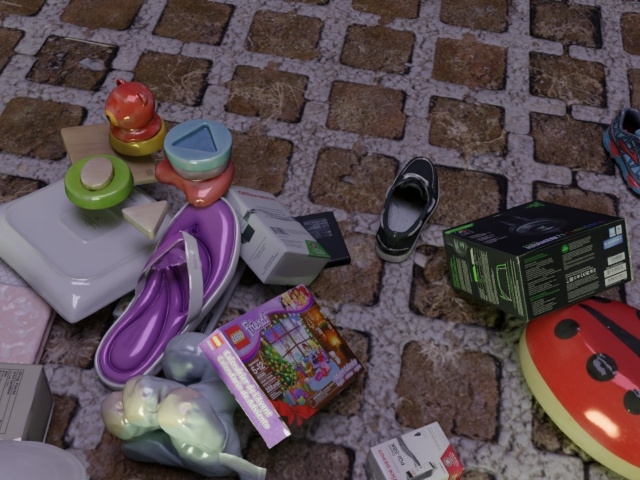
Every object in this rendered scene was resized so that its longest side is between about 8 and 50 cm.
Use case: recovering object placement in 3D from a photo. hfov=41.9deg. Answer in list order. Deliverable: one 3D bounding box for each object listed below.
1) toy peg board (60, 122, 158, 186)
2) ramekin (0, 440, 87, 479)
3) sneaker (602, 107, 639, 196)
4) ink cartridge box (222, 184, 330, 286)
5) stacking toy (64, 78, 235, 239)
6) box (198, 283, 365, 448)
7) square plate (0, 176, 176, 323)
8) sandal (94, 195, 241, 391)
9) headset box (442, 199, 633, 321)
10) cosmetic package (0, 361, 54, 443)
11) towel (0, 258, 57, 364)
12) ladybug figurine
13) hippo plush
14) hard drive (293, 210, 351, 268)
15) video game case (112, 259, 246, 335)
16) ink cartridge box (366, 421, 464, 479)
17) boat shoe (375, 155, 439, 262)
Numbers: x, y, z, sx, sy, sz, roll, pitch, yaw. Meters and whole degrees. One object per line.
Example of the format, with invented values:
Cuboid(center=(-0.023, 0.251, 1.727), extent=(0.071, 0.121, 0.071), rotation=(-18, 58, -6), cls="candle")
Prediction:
Cuboid(center=(-0.440, -0.157, 1.734), extent=(0.161, 0.079, 0.160), rotation=(-12, 61, -27), cls="toy peg board")
Cuboid(center=(-0.470, 0.401, 1.182), extent=(0.273, 0.127, 0.273), rotation=(3, 14, -1), cls="ramekin")
Cuboid(center=(0.744, -0.202, 1.926), extent=(0.104, 0.125, 0.262), rotation=(-14, 53, -16), cls="sneaker")
Cuboid(center=(-0.104, -0.008, 1.668), extent=(0.208, 0.087, 0.153), rotation=(48, 22, 30), cls="ink cartridge box")
Cuboid(center=(-0.337, -0.170, 1.600), extent=(0.309, 0.130, 0.279), rotation=(25, 51, 21), cls="stacking toy")
Cuboid(center=(-0.056, 0.201, 1.424), extent=(0.201, 0.057, 0.293), rotation=(53, 28, 6), cls="box")
Cuboid(center=(-0.459, -0.026, 1.667), extent=(0.347, 0.049, 0.344), rotation=(37, 48, 24), cls="square plate")
Cuboid(center=(-0.273, 0.086, 1.535), extent=(0.169, 0.102, 0.416), rotation=(20, 71, 15), cls="sandal")
Cuboid(center=(0.409, 0.027, 1.627), extent=(0.246, 0.131, 0.283), rotation=(-18, 16, -18), cls="headset box")
Cuboid(center=(-0.613, 0.292, 1.386), extent=(0.296, 0.129, 0.153), rotation=(4, 48, -1), cls="cosmetic package")
Cuboid(center=(-0.666, 0.132, 1.567), extent=(0.332, 0.053, 0.317), rotation=(6, 50, 1), cls="towel")
Cuboid(center=(0.560, 0.250, 1.505), extent=(0.449, 0.162, 0.305), rotation=(38, 57, 24), cls="ladybug figurine")
Cuboid(center=(-0.190, 0.249, 1.391), extent=(0.294, 0.234, 0.236), rotation=(16, 51, 9), cls="hippo plush")
Cuboid(center=(0.000, 0.000, 1.755), extent=(0.094, 0.022, 0.135), rotation=(-10, 51, -13), cls="hard drive")
Cuboid(center=(-0.274, 0.097, 1.650), extent=(0.193, 0.023, 0.212), rotation=(17, 51, 9), cls="video game case")
Cuboid(center=(0.160, 0.383, 1.426), extent=(0.135, 0.056, 0.099), rotation=(-17, 54, -19), cls="ink cartridge box")
Cuboid(center=(0.197, -0.088, 1.802), extent=(0.114, 0.091, 0.302), rotation=(14, 50, 6), cls="boat shoe")
